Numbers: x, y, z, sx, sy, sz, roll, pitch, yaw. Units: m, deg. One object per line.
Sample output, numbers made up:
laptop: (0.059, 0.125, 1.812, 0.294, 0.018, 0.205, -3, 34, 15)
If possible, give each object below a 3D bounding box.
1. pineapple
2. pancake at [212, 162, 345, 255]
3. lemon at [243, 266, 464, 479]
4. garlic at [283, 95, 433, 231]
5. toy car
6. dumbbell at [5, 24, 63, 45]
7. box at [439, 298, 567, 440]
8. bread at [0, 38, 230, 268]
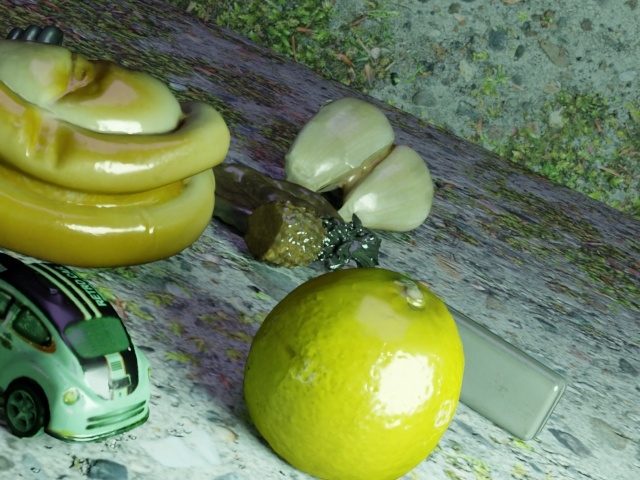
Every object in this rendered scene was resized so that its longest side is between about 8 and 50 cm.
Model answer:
pineapple: (0.000, 0.000, 1.668, 0.237, 0.119, 0.111, 12, -16, -38)
pancake: (-0.085, -0.058, 1.824, 0.294, 0.049, 0.294, 21, 20, -8)
lemon: (0.046, 0.136, 1.175, 0.240, 0.219, 0.240, 26, 19, -10)
garlic: (0.075, -0.138, 2.058, 0.249, 0.286, 0.313, -17, 0, 18)
toy car: (-0.294, 0.080, 1.050, 0.306, 0.125, 0.136, 35, 21, 25)
dumbbell: (-0.592, -0.319, 1.700, 0.406, 0.179, 0.179, 20, 18, -11)
box: (0.214, 0.173, 1.466, 0.244, 0.103, 0.055, 32, 14, 23)
bread: (-0.336, -0.135, 1.400, 0.424, 0.245, 0.329, 14, 20, -20)
